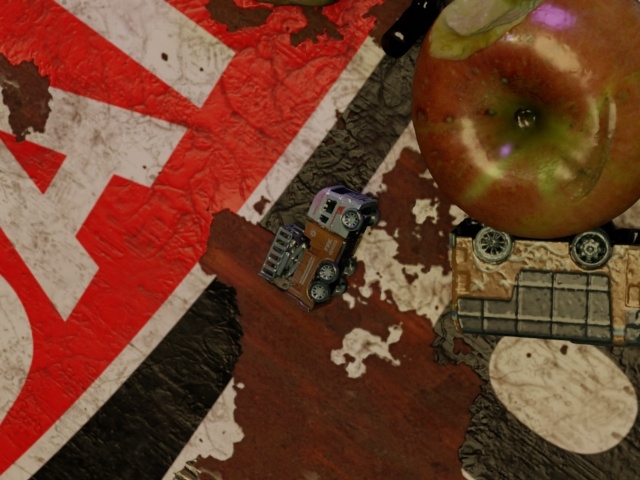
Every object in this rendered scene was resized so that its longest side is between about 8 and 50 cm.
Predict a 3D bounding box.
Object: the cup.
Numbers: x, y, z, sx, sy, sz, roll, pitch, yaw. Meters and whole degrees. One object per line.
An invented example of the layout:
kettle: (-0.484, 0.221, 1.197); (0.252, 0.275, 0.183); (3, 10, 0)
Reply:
cup: (0.138, -0.376, 1.613); (0.239, 0.177, 0.166); (-40, 88, 17)

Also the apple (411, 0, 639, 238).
apple: (0.282, -0.175, 1.522); (0.340, 0.339, 0.339); (3, 100, 15)

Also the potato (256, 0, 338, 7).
potato: (-0.050, -0.392, 1.678); (0.194, 0.157, 0.157); (32, 106, 6)

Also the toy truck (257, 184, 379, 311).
toy truck: (0.001, 0.000, 1.767); (0.115, 0.080, 0.177); (32, 108, 18)

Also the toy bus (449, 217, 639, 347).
toy bus: (0.320, 0.052, 1.657); (0.275, 0.138, 0.167); (2, 101, 16)
